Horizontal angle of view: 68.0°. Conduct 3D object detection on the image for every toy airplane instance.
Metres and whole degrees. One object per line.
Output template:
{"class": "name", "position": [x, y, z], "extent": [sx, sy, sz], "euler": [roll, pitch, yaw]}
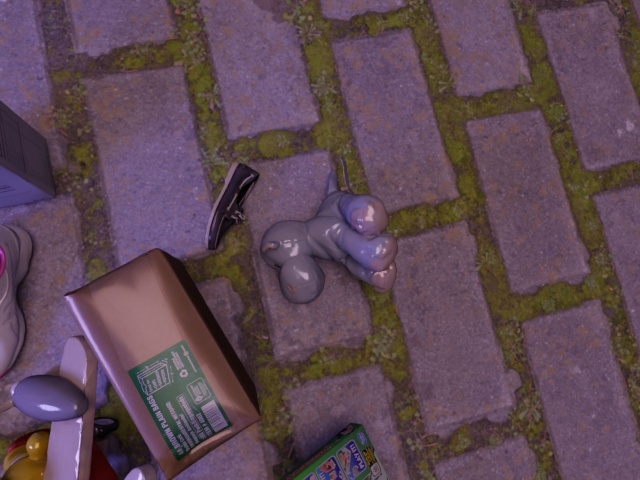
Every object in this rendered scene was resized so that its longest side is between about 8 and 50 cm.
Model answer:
{"class": "toy airplane", "position": [-0.413, 0.401, 0.722], "extent": [0.272, 0.384, 0.386], "euler": [11, 40, -38]}

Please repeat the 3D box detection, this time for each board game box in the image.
{"class": "board game box", "position": [0.060, 0.535, 0.858], "extent": [0.213, 0.046, 0.318], "euler": [-26, 88, -34]}

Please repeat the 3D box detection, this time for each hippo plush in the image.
{"class": "hippo plush", "position": [0.000, 0.000, 0.953], "extent": [0.236, 0.234, 0.295], "euler": [-22, 86, -12]}

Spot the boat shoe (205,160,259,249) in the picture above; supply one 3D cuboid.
{"class": "boat shoe", "position": [-0.189, -0.070, 1.016], "extent": [0.064, 0.075, 0.206], "euler": [19, 75, -2]}

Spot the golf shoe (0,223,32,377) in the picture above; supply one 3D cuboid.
{"class": "golf shoe", "position": [-0.631, 0.113, 0.889], "extent": [0.115, 0.140, 0.307], "euler": [1, 83, -10]}

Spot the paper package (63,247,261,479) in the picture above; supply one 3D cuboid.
{"class": "paper package", "position": [-0.262, 0.195, 0.846], "extent": [0.168, 0.309, 0.325], "euler": [-30, 89, -12]}

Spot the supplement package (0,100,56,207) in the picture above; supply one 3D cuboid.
{"class": "supplement package", "position": [-0.615, -0.158, 0.876], "extent": [0.133, 0.244, 0.139], "euler": [-12, 83, -10]}
